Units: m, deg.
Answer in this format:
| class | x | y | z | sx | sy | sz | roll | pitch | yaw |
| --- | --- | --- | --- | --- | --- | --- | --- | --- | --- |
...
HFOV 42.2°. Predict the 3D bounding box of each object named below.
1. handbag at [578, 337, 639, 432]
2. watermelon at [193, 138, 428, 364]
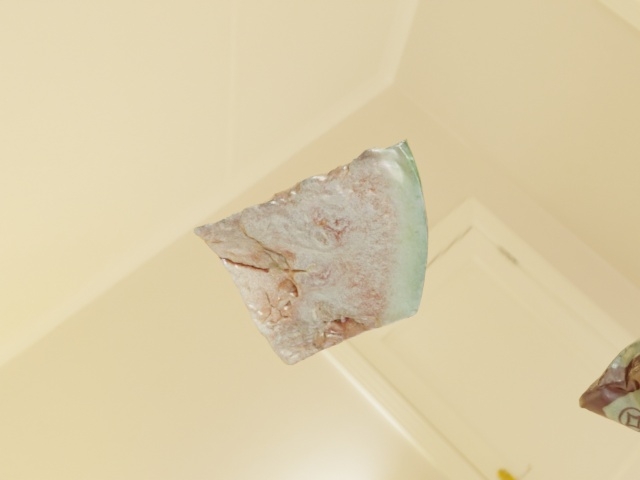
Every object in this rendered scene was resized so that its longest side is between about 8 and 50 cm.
| class | x | y | z | sx | sy | sz | roll | pitch | yaw |
| --- | --- | --- | --- | --- | --- | --- | --- | --- | --- |
| handbag | 0.304 | 0.074 | 0.493 | 0.235 | 0.213 | 0.127 | 121 | 155 | -64 |
| watermelon | 0.000 | 0.000 | 0.919 | 0.231 | 0.193 | 0.310 | -41 | 19 | -29 |
